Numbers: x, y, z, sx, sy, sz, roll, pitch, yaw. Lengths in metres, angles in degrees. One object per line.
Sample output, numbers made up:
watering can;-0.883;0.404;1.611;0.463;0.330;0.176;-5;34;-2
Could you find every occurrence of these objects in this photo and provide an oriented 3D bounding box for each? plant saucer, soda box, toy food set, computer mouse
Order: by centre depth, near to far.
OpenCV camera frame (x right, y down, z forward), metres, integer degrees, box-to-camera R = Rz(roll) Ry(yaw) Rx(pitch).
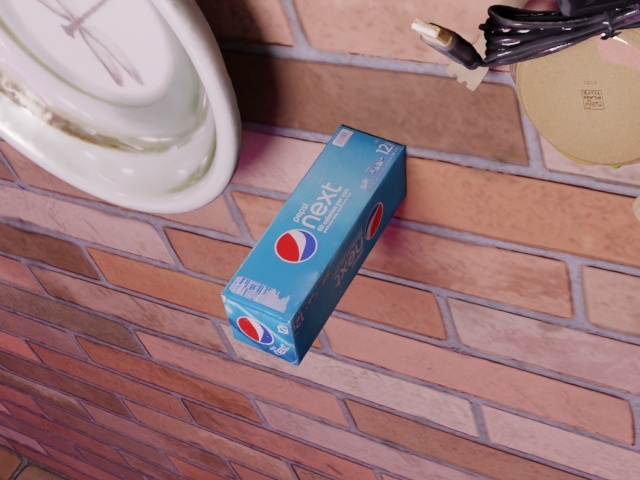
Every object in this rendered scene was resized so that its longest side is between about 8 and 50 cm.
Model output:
computer mouse;0.126;-0.149;0.506;0.184;0.262;0.060;-11;87;24
toy food set;0.196;-0.106;0.680;0.192;0.038;0.132;38;143;3
soda box;0.000;0.000;0.837;0.067;0.210;0.071;21;147;21
plant saucer;-0.226;-0.197;0.885;0.401;0.100;0.400;24;149;16
